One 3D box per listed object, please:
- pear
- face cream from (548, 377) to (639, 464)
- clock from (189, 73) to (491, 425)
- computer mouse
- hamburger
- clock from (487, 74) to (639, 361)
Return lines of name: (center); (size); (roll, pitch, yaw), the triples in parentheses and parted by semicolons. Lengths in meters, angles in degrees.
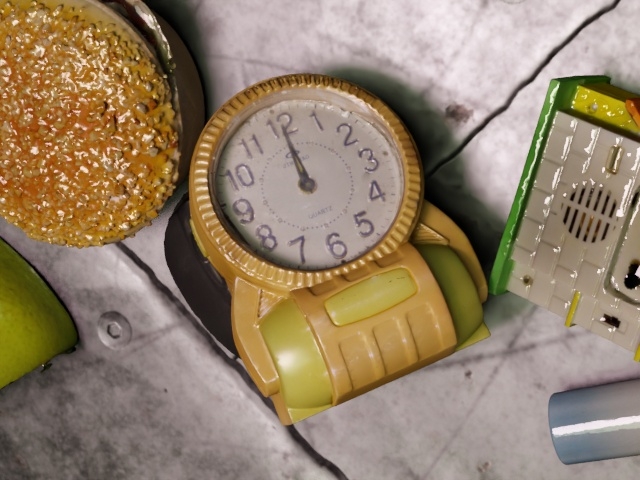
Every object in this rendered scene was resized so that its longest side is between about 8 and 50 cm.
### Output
pear: (-0.482, 0.092, 1.527); (0.286, 0.176, 0.282); (-31, 89, 25)
face cream: (0.353, 0.166, 1.255); (0.250, 0.077, 0.077); (-14, 98, 24)
clock: (0.000, 0.000, 1.266); (0.244, 0.200, 0.317); (-23, 78, -14)
computer mouse: (-0.072, 0.054, 1.396); (0.270, 0.086, 0.137); (48, 115, 6)
hamburger: (-0.269, -0.136, 1.377); (0.302, 0.170, 0.302); (6, 107, 22)
clock: (0.309, -0.006, 1.174); (0.255, 0.106, 0.220); (28, 114, 31)
